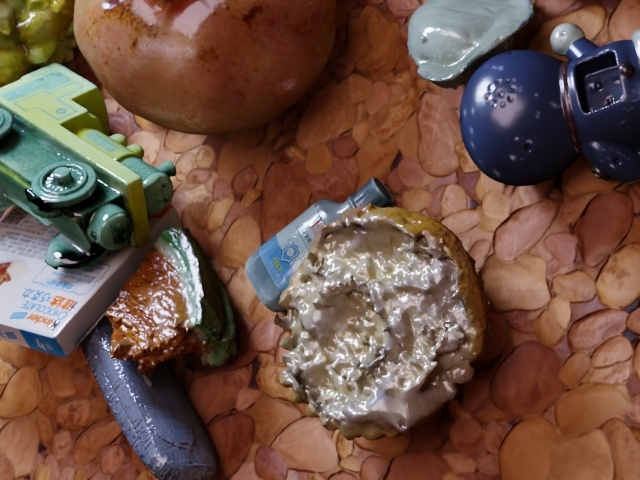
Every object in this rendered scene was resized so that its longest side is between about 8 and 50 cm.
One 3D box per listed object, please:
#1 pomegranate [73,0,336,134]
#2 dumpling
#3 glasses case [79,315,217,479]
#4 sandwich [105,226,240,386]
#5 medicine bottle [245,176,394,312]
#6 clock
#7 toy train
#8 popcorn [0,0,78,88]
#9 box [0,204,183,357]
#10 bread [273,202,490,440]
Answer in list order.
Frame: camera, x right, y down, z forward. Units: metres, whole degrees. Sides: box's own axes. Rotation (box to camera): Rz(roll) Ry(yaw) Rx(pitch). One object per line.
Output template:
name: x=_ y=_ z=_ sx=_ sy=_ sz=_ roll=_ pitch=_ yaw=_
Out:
pomegranate: x=-0.152 y=-0.294 z=1.799 sx=0.338 sy=0.338 sz=0.338 roll=-11 pitch=69 yaw=30
dumpling: x=0.181 y=-0.237 z=1.692 sx=0.152 sy=0.108 sz=0.219 roll=3 pitch=38 yaw=13
glasses case: x=-0.221 y=0.203 z=1.814 sx=0.067 sy=0.109 sz=0.282 roll=-48 pitch=55 yaw=22
sandwich: x=-0.197 y=0.090 z=1.815 sx=0.159 sy=0.109 sz=0.185 roll=-24 pitch=50 yaw=-1
medicine bottle: x=0.000 y=0.000 z=1.770 sx=0.208 sy=0.053 sz=0.090 roll=-39 pitch=57 yaw=16
clock: x=0.275 y=-0.152 z=1.591 sx=0.243 sy=0.146 sz=0.200 roll=-13 pitch=71 yaw=22
toy train: x=-0.338 y=-0.100 z=1.916 sx=0.237 sy=0.150 sz=0.369 roll=-31 pitch=45 yaw=-31
popcorn: x=-0.478 y=-0.354 z=2.080 sx=0.282 sy=0.282 sz=0.247 roll=-57 pitch=41 yaw=5
box: x=-0.367 y=0.031 z=1.927 sx=0.273 sy=0.048 sz=0.265 roll=12 pitch=48 yaw=35
bread: x=0.078 y=0.096 z=1.631 sx=0.274 sy=0.149 sz=0.274 roll=-7 pitch=76 yaw=28
